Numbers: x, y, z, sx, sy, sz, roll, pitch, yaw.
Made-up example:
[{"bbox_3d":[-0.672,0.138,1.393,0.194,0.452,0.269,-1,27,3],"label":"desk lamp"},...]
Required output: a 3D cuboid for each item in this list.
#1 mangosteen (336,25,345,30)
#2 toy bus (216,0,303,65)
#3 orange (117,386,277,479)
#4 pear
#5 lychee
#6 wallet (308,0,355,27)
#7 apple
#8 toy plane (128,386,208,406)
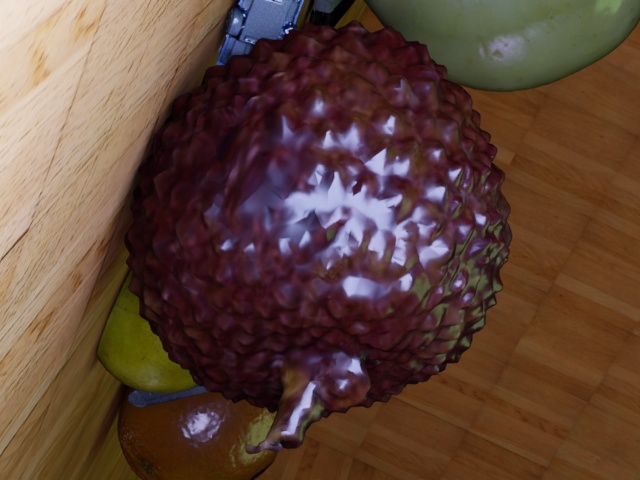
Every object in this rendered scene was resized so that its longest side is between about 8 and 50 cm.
[{"bbox_3d":[0.025,-0.135,1.695,0.228,0.228,0.265,118,-26,-84],"label":"mangosteen"},{"bbox_3d":[-0.030,-0.185,0.970,0.061,0.051,0.153,-85,-164,-51],"label":"toy bus"},{"bbox_3d":[-0.135,0.202,1.582,0.206,0.206,0.206,-155,-90,-90],"label":"orange"},{"bbox_3d":[-0.119,0.065,1.158,0.141,0.104,0.141,-62,-176,7],"label":"pear"},{"bbox_3d":[0.000,0.000,0.917,0.264,0.264,0.300,116,-17,-65],"label":"lychee"},{"bbox_3d":[0.069,-0.390,1.647,0.262,0.071,0.221,-59,179,-17],"label":"wallet"},{"bbox_3d":[0.203,-0.332,1.433,0.357,0.357,0.357,-155,-90,-90],"label":"apple"},{"bbox_3d":[-0.055,0.120,1.413,0.088,0.267,0.212,-95,-150,-78],"label":"toy plane"}]
